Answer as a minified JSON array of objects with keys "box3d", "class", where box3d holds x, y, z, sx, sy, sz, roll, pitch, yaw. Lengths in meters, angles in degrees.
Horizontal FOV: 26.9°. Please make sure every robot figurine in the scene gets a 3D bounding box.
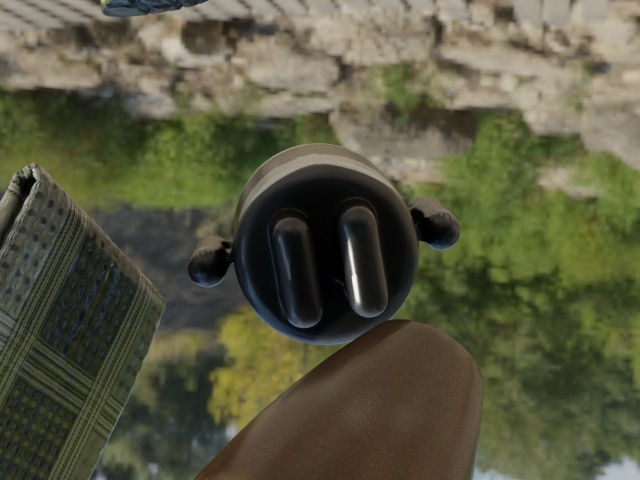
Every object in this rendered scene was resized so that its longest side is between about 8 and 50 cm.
[{"box3d":[0.002,0.002,1.270,0.209,0.173,0.278,29,-172,-9],"class":"robot figurine"}]

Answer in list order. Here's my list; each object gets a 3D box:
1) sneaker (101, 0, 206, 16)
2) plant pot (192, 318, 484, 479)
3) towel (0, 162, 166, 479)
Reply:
[{"box3d":[-0.045,-0.207,0.548,0.111,0.121,0.300,-25,173,-36],"class":"sneaker"},{"box3d":[0.035,0.180,1.059,0.215,0.230,0.215,22,141,19],"class":"plant pot"},{"box3d":[-0.275,0.133,1.238,0.056,0.324,0.312,16,161,22],"class":"towel"}]
